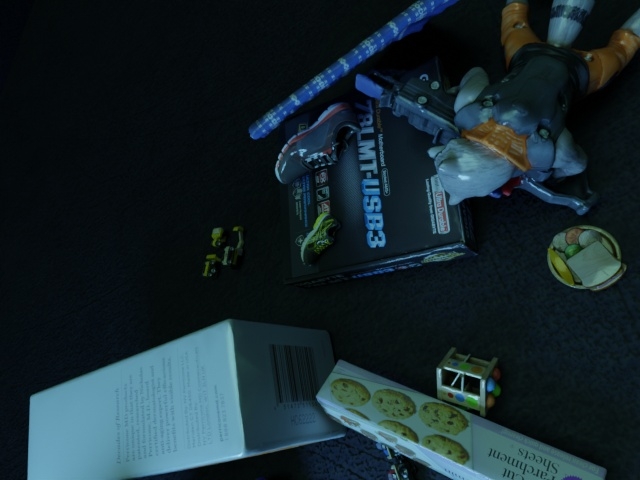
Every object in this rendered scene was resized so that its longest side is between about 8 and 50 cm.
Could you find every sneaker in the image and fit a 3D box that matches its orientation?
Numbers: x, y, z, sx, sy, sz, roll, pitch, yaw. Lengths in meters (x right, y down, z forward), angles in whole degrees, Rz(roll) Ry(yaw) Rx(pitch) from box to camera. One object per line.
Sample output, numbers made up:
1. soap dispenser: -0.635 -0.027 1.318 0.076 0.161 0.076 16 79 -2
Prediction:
1. sneaker: -0.003 -0.135 0.714 0.158 0.061 0.065 -44 63 18
2. sneaker: 0.000 0.000 0.691 0.035 0.031 0.083 27 94 36

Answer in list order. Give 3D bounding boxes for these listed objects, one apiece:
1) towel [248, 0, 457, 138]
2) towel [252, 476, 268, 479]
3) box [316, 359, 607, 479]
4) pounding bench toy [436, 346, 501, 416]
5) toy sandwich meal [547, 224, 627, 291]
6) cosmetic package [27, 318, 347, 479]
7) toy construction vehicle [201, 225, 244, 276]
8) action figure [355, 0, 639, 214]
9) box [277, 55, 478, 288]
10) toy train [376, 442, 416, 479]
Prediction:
1. towel: 0.042 -0.248 0.679 0.336 0.040 0.243 -36 15 3
2. towel: -0.098 0.524 0.669 0.228 0.076 0.308 -39 58 28
3. box: 0.146 0.233 0.558 0.324 0.063 0.067 15 53 34
4. pounding bench toy: 0.184 0.185 0.578 0.065 0.052 0.083 8 113 35
5. toy sandwich meal: 0.309 0.020 0.554 0.086 0.029 0.085 -11 70 32
6. cosmetic package: -0.216 0.264 0.724 0.453 0.230 0.161 -23 65 28
7. toy construction vehicle: -0.183 0.023 0.899 0.086 0.035 0.098 -8 69 44
8. action figure: 0.209 -0.199 0.558 0.341 0.178 0.330 26 79 14
9. box: 0.070 -0.093 0.731 0.293 0.073 0.295 -14 69 32
10. toy train: 0.107 0.310 0.613 0.036 0.027 0.158 -38 58 33
